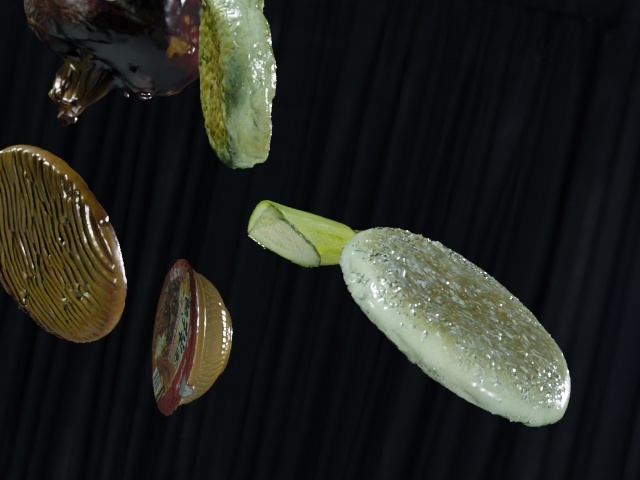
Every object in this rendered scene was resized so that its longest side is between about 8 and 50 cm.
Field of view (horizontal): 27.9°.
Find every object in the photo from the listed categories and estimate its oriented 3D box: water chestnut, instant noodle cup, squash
[{"bbox_3d":[-0.317,-0.331,2.009,0.335,0.346,0.335,18,-3,1],"label":"water chestnut"},{"bbox_3d":[-0.215,0.171,2.227,0.091,0.273,0.274,8,11,-22],"label":"instant noodle cup"},{"bbox_3d":[-0.001,0.002,1.868,0.200,0.090,0.075,13,44,-25],"label":"squash"}]

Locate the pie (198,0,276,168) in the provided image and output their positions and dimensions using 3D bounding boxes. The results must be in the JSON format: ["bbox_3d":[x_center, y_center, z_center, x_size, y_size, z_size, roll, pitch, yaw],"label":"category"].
[{"bbox_3d":[-0.110,-0.222,1.649,0.079,0.276,0.277,-8,14,-10],"label":"pie"}]

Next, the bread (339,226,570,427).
[{"bbox_3d":[0.133,0.072,1.217,0.267,0.040,0.267,31,21,-13],"label":"bread"}]

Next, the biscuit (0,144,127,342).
[{"bbox_3d":[-0.405,0.010,1.914,0.318,0.317,0.040,18,35,35],"label":"biscuit"}]
